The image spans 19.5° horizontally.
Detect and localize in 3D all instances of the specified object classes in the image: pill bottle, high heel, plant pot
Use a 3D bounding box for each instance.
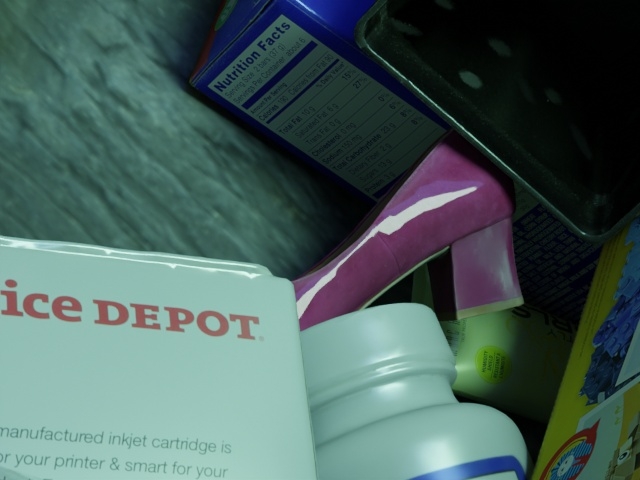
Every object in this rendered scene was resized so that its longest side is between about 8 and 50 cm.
[{"bbox_3d":[0.053,0.177,0.954,0.152,0.152,0.272,-5,65,-39],"label":"pill bottle"},{"bbox_3d":[0.000,0.000,1.032,0.244,0.082,0.117,-11,89,-16],"label":"high heel"},{"bbox_3d":[0.157,-0.148,1.059,0.188,0.187,0.167,39,28,-10],"label":"plant pot"}]

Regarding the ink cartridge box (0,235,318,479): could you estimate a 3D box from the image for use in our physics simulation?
[{"bbox_3d":[-0.118,0.165,0.831,0.223,0.129,0.307,7,59,-25],"label":"ink cartridge box"}]

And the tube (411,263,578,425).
[{"bbox_3d":[0.158,0.087,1.162,0.240,0.062,0.070,23,10,-18],"label":"tube"}]

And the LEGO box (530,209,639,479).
[{"bbox_3d":[0.280,0.078,0.831,0.193,0.372,0.500,39,41,-11],"label":"LEGO box"}]

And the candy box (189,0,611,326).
[{"bbox_3d":[0.101,-0.129,1.210,0.317,0.122,0.268,34,47,-17],"label":"candy box"}]
